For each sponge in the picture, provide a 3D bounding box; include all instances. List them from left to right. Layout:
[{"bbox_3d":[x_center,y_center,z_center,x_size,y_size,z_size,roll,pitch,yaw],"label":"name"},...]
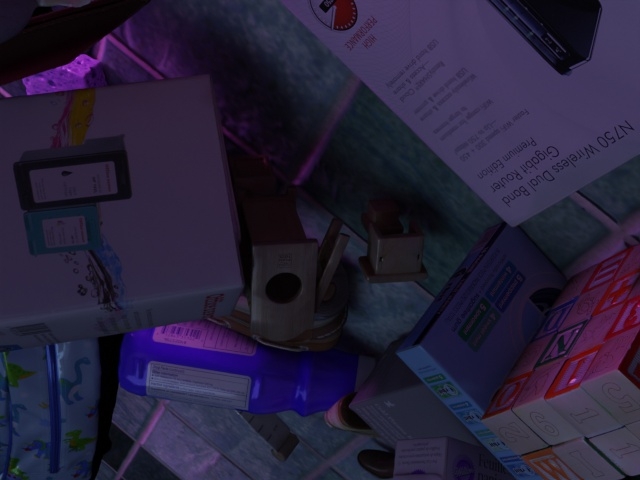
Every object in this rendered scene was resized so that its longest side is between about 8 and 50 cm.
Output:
[{"bbox_3d":[-0.279,-0.134,1.184,0.117,0.031,0.210,25,146,24],"label":"sponge"}]

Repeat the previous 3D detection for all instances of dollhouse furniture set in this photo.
[{"bbox_3d":[0.000,0.000,0.989,0.182,0.161,0.101,-111,21,-58],"label":"dollhouse furniture set"}]

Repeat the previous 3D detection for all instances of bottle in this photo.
[{"bbox_3d":[-0.081,0.144,1.174,0.283,0.118,0.092,9,104,1],"label":"bottle"}]

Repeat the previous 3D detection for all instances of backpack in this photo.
[{"bbox_3d":[-0.347,0.121,1.233,0.273,0.290,0.355,8,142,-26],"label":"backpack"}]

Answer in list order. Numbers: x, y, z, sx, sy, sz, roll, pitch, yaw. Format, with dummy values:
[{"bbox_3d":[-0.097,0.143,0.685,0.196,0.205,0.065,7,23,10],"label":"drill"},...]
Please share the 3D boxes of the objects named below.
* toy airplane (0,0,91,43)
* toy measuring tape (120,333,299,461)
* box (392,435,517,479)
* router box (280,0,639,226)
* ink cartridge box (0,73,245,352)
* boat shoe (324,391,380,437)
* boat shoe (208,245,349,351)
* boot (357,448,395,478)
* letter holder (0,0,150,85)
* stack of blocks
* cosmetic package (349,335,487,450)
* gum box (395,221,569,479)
[{"bbox_3d":[-0.178,-0.288,0.582,0.272,0.384,0.386,22,155,-16],"label":"toy airplane"},{"bbox_3d":[-0.173,0.179,1.381,0.330,0.121,0.121,43,148,-4],"label":"toy measuring tape"},{"bbox_3d":[0.201,0.250,0.971,0.324,0.063,0.067,25,152,-37],"label":"box"},{"bbox_3d":[0.128,-0.191,0.635,0.301,0.082,0.335,44,148,-5],"label":"router box"},{"bbox_3d":[-0.220,-0.016,0.950,0.198,0.270,0.197,125,136,-76],"label":"ink cartridge box"},{"bbox_3d":[0.081,0.195,1.133,0.153,0.056,0.048,6,158,-25],"label":"boat shoe"},{"bbox_3d":[-0.113,0.042,1.144,0.324,0.123,0.116,24,147,27],"label":"boat shoe"},{"bbox_3d":[0.097,0.259,1.264,0.106,0.037,0.114,16,146,13],"label":"boot"},{"bbox_3d":[-0.326,-0.204,0.863,0.214,0.302,0.152,-13,103,52],"label":"letter holder"},{"bbox_3d":[0.260,0.064,0.727,0.087,0.171,0.297,43,148,-4],"label":"stack of blocks"},{"bbox_3d":[0.149,0.149,1.012,0.127,0.107,0.238,43,152,-8],"label":"cosmetic package"},{"bbox_3d":[0.174,0.101,0.876,0.184,0.157,0.041,46,149,-9],"label":"gum box"}]
